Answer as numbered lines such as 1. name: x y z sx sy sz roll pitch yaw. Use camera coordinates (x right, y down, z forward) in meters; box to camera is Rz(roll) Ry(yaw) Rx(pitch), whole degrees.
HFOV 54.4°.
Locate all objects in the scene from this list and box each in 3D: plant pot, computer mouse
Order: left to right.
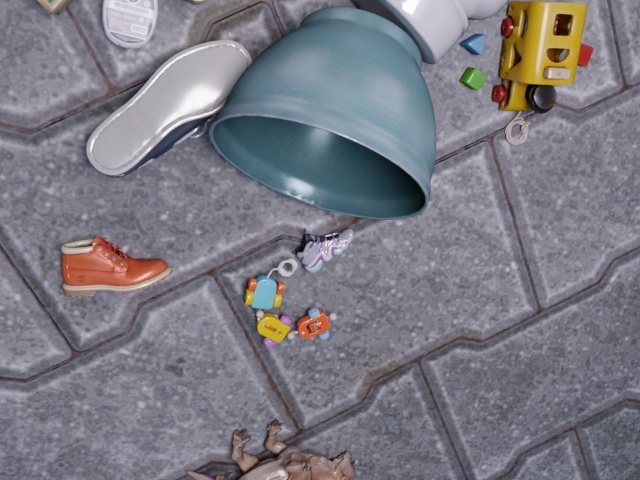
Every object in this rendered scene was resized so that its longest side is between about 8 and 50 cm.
1. computer mouse: -0.239 -0.346 0.800 0.106 0.042 0.193 10 102 -22
2. plant pot: 0.026 -0.174 0.822 0.293 0.293 0.196 24 76 -21

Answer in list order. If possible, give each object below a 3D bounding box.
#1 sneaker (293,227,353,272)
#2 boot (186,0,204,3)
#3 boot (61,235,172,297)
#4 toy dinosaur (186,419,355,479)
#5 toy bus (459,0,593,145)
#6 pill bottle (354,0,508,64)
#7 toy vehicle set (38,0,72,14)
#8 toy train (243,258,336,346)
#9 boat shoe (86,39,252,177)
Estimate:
1. sneaker: 0.000 0.000 0.990 0.098 0.038 0.069 -41 115 3
2. boot: -0.111 -0.385 0.747 0.077 0.165 0.213 25 103 -21
3. boot: -0.302 0.033 0.919 0.157 0.059 0.085 -5 106 -11
4. toy dinosaur: -0.078 0.435 1.095 0.295 0.127 0.201 -14 120 -3
5. toy bus: 0.332 -0.263 0.938 0.191 0.104 0.202 -45 114 5
6. pill bottle: 0.207 -0.420 0.794 0.204 0.204 0.361 38 98 -23
7. toy vehicle set: -0.357 -0.421 0.720 0.166 0.035 0.267 -45 105 6
8. toy train: -0.055 0.104 1.014 0.125 0.046 0.166 -29 117 -4
9. boat shoe: -0.201 -0.176 0.849 0.254 0.079 0.095 -44 98 -5
